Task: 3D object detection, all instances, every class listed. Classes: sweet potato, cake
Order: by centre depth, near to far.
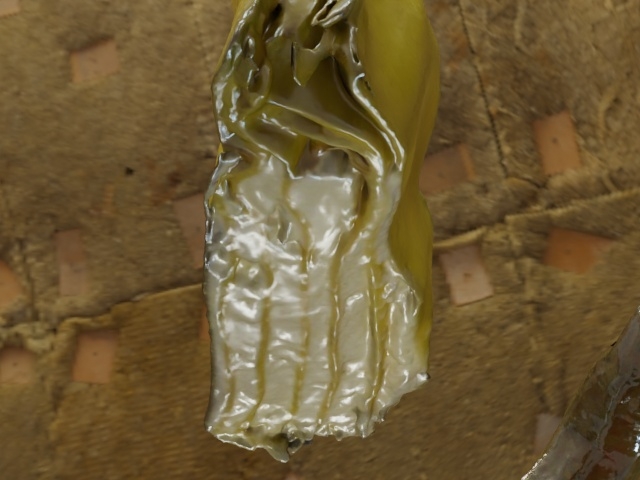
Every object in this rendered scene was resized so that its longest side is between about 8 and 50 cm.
[{"bbox_3d":[0.004,0.001,0.372,0.079,0.116,0.185,9,-71,-4],"label":"cake"},{"bbox_3d":[0.132,0.136,0.719,0.062,0.081,0.233,34,-80,17],"label":"sweet potato"}]
